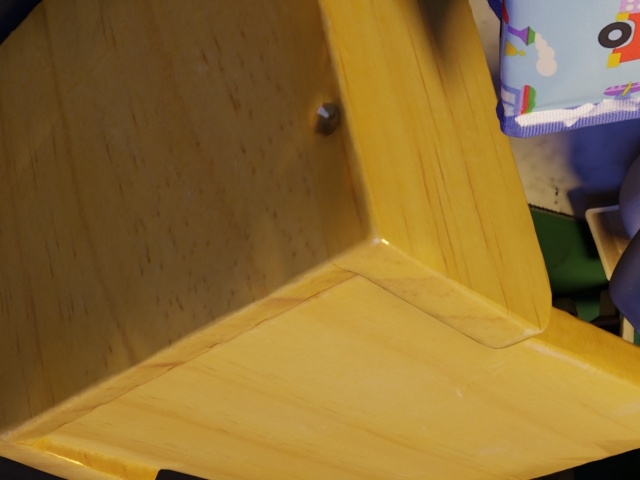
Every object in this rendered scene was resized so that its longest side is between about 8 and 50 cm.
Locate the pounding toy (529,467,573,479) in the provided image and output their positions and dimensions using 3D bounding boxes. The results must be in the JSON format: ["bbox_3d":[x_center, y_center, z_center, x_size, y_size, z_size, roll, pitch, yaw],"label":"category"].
[{"bbox_3d":[0.119,0.225,0.868,0.141,0.130,0.100,17,126,2],"label":"pounding toy"}]

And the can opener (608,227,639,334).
[{"bbox_3d":[0.242,-0.043,0.443,0.283,0.076,0.095,-46,74,23],"label":"can opener"}]

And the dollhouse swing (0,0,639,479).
[{"bbox_3d":[0.000,0.000,0.665,0.305,0.315,0.347,7,153,-42],"label":"dollhouse swing"}]

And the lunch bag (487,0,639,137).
[{"bbox_3d":[0.219,-0.170,0.430,0.293,0.138,0.221,-1,136,3],"label":"lunch bag"}]

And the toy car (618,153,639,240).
[{"bbox_3d":[0.252,-0.005,0.559,0.159,0.136,0.182,25,138,-6],"label":"toy car"}]

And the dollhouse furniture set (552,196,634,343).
[{"bbox_3d":[0.172,0.037,0.672,0.091,0.081,0.114,-8,132,26],"label":"dollhouse furniture set"}]
